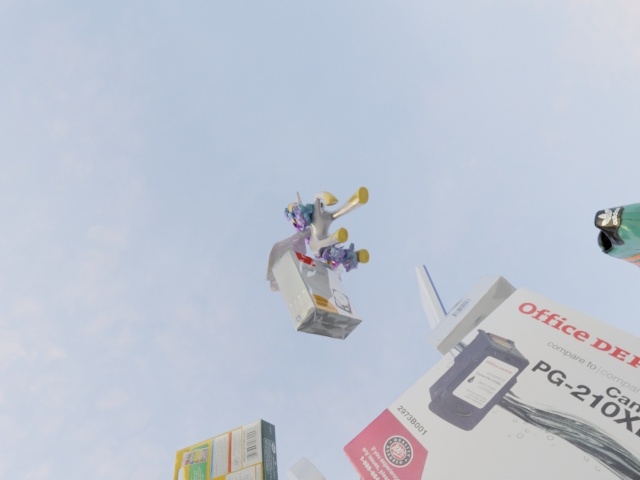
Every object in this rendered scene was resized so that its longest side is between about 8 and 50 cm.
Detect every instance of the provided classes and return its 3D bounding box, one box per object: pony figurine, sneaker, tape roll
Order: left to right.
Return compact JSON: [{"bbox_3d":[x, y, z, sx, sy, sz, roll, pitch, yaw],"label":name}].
[{"bbox_3d":[0.000,0.000,1.300,0.303,0.364,0.350,-1,-90,-35],"label":"pony figurine"},{"bbox_3d":[0.034,0.876,1.273,0.072,0.392,0.391,-31,-88,-25],"label":"tape roll"},{"bbox_3d":[0.637,-0.004,0.810,0.302,0.121,0.108,29,-105,-43],"label":"sneaker"}]

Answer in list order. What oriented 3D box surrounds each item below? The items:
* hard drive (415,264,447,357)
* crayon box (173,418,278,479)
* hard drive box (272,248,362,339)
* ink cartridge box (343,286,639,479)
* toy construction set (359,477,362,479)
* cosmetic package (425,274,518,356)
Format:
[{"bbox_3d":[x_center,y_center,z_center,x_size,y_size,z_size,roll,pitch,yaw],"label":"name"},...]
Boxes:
[{"bbox_3d":[0.397,0.259,1.376,0.041,0.318,0.210,-15,-58,6],"label":"hard drive"},{"bbox_3d":[-0.279,0.677,1.171,0.323,0.203,0.083,-26,-46,15],"label":"crayon box"},{"bbox_3d":[-0.014,0.152,1.133,0.181,0.232,0.089,22,-64,-40],"label":"hard drive box"},{"bbox_3d":[0.167,0.169,0.329,0.237,0.172,0.100,-37,-60,-13],"label":"ink cartridge box"},{"bbox_3d":[0.277,0.868,1.271,0.328,0.215,0.151,36,-112,1],"label":"toy construction set"},{"bbox_3d":[0.414,0.235,0.947,0.225,0.138,0.224,43,-90,7],"label":"cosmetic package"}]
